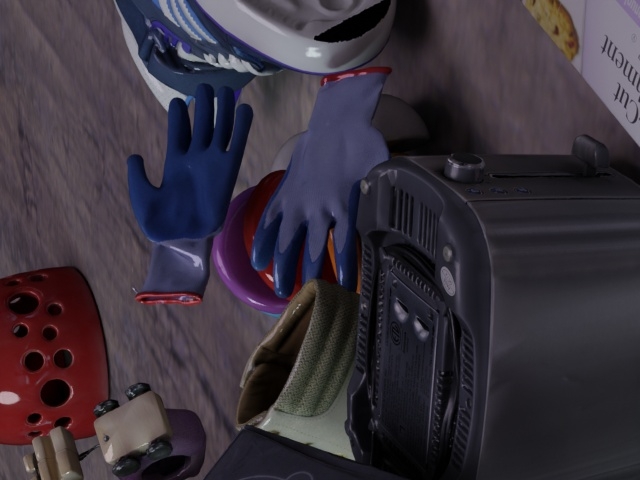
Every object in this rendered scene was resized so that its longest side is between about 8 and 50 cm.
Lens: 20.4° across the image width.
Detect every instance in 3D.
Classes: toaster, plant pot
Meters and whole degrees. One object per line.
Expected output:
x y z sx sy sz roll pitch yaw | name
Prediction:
0.102 0.057 0.921 0.129 0.146 0.227 -138 45 -57 | toaster
-0.337 0.133 1.920 0.191 0.174 0.191 170 90 -69 | plant pot

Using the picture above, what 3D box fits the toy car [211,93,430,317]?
0.000 0.000 1.146 0.182 0.136 0.159 152 107 -65 | toy car

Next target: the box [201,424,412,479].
0.019 0.249 0.905 0.143 0.165 0.270 13 145 42 | box

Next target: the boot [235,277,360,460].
0.024 0.125 1.042 0.213 0.165 0.077 -66 24 23 | boot

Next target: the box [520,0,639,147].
0.139 -0.135 0.874 0.067 0.063 0.324 102 149 -41 | box

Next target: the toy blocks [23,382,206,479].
-0.158 0.341 1.485 0.260 0.289 0.309 45 -160 -59 | toy blocks

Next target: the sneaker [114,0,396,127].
-0.049 -0.152 1.259 0.323 0.130 0.236 46 156 36 | sneaker

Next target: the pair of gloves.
-0.038 -0.031 1.079 0.198 0.023 0.159 -6 60 28 | pair of gloves
